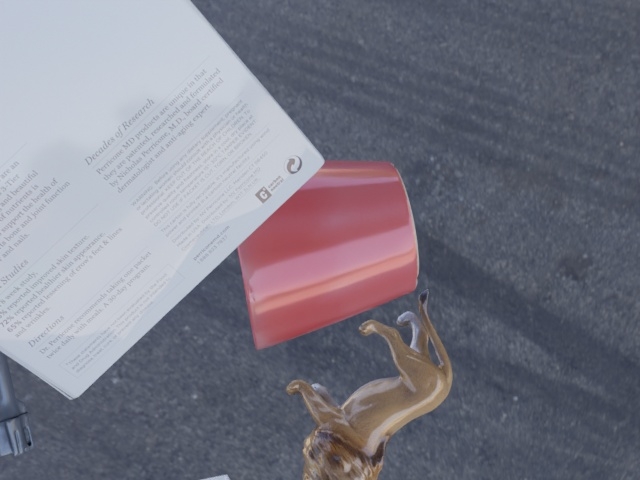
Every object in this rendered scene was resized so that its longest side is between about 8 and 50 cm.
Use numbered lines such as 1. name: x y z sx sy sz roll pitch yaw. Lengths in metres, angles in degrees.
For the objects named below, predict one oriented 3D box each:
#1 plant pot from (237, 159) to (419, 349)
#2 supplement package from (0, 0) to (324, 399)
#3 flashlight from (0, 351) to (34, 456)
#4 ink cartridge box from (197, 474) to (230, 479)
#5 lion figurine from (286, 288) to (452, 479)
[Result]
1. plant pot: 0.000 0.000 1.216 0.243 0.275 0.275 -11 61 -5
2. supplement package: -0.177 -0.094 0.471 0.199 0.263 0.198 -43 36 -1
3. flashlight: -0.533 0.189 1.300 0.103 0.103 0.304 -12 88 10
4. ink cartridge box: -0.159 0.290 0.690 0.203 0.086 0.148 -14 37 5
5. lion figurine: 0.104 0.285 1.444 0.392 0.142 0.240 -42 62 2
